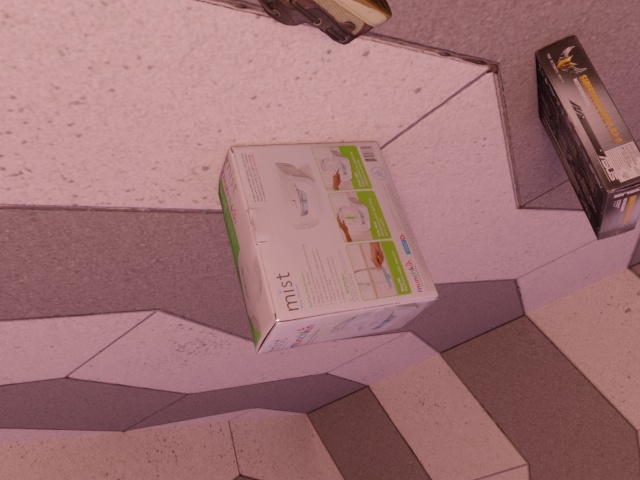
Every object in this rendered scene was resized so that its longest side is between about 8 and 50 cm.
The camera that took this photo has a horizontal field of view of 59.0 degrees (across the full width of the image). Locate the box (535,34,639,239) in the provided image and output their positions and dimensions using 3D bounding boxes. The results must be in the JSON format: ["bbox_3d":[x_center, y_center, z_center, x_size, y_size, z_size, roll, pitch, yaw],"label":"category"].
[{"bbox_3d":[0.371,-0.136,0.786,0.056,0.231,0.183,-21,154,15],"label":"box"}]

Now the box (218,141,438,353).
[{"bbox_3d":[0.000,0.000,0.790,0.231,0.262,0.126,-7,153,-23],"label":"box"}]

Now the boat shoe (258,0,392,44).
[{"bbox_3d":[-0.024,-0.232,0.515,0.224,0.080,0.073,4,143,-47],"label":"boat shoe"}]
